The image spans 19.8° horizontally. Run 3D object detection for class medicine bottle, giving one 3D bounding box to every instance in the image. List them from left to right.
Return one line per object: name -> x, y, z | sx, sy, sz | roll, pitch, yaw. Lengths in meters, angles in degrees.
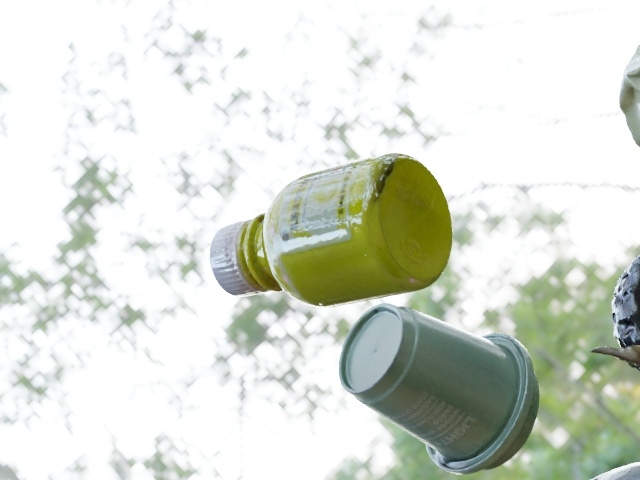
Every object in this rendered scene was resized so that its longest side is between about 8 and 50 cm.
medicine bottle -> 0.000, 0.000, 1.616 | 0.212, 0.122, 0.122 | -13, -8, 38

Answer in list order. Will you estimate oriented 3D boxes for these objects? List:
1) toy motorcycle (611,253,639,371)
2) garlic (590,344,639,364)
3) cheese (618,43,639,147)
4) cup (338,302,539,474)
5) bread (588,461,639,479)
toy motorcycle -> 0.431, 0.073, 1.420 | 0.237, 0.410, 0.169 | -66, 5, -20
garlic -> 0.298, 0.098, 1.263 | 0.128, 0.198, 0.090 | 24, -100, -64
cheese -> 0.386, -0.143, 1.544 | 0.233, 0.127, 0.266 | -19, -1, -12
cup -> 0.089, 0.113, 1.443 | 0.141, 0.120, 0.120 | 25, -70, -30
bread -> 0.177, 0.309, 1.142 | 0.208, 0.251, 0.376 | -30, 11, 41
